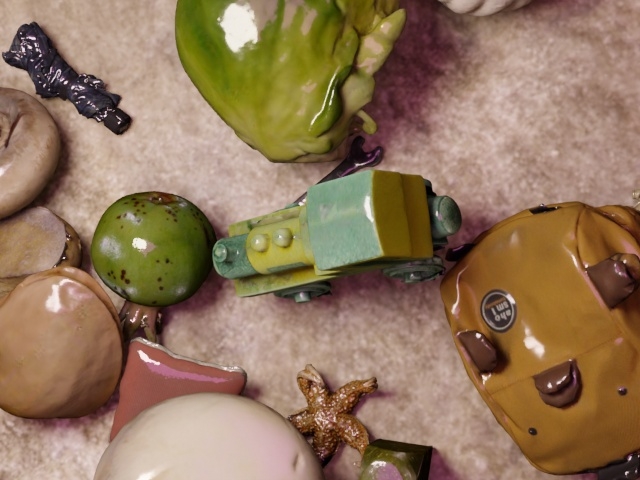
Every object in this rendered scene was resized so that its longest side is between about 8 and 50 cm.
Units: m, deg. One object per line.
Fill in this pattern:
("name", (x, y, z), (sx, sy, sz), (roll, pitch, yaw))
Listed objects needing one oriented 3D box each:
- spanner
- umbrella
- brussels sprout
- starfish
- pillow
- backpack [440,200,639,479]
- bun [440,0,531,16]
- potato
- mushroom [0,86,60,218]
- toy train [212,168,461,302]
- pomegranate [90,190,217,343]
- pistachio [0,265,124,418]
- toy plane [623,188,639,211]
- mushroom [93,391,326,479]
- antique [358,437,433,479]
("spanner", (-0.012, -0.065, 1.875), (0.254, 0.015, 0.054), (-40, 79, 1))
("umbrella", (-0.387, -0.236, 1.919), (0.224, 0.071, 0.080), (38, 117, 5))
("brussels sprout", (-0.047, -0.295, 1.784), (0.314, 0.276, 0.371), (4, 93, -4))
("starfish", (0.013, 0.273, 1.798), (0.146, 0.074, 0.190), (16, 87, 19))
("pillow", (-0.205, 0.236, 1.827), (0.179, 0.075, 0.171), (15, 107, -1))
("backpack", (0.335, 0.134, 1.674), (0.353, 0.201, 0.378), (-35, 80, 39))
("bun", (0.204, -0.413, 1.817), (0.263, 0.175, 0.263), (13, 53, -18))
("potato", (-0.458, 0.030, 1.881), (0.243, 0.098, 0.138), (-9, 53, 17))
("mushroom", (-0.498, -0.134, 1.852), (0.226, 0.178, 0.226), (-14, 51, 18))
("toy train", (0.000, 0.000, 1.699), (0.369, 0.237, 0.150), (-14, 79, 38))
("pomegranate", (-0.248, 0.040, 1.825), (0.181, 0.181, 0.224), (22, 116, 9))
("pistachio", (-0.375, 0.153, 1.799), (0.212, 0.163, 0.260), (34, 127, -20))
("toy plane", (0.466, 0.003, 1.769), (0.244, 0.092, 0.229), (-1, 95, 4))
("mushroom", (-0.137, 0.378, 1.666), (0.315, 0.315, 0.356), (-17, 87, 5))
("antique", (0.103, 0.317, 1.712), (0.081, 0.221, 0.080), (6, 84, 9))
